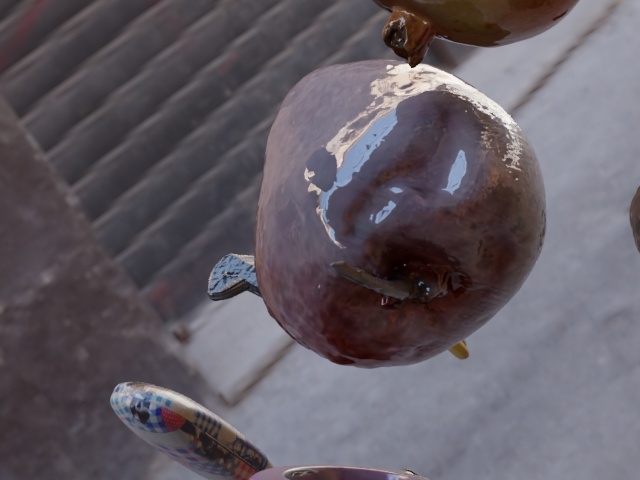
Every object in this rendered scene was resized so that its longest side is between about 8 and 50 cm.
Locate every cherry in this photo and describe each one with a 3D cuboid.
[{"bbox_3d":[0.079,-0.042,1.726,0.326,0.291,0.335,-26,50,46],"label":"cherry"}]

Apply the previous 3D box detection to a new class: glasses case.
[{"bbox_3d":[-0.167,0.273,2.284,0.125,0.327,0.076,16,73,35],"label":"glasses case"}]

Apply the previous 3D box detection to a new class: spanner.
[{"bbox_3d":[0.000,0.000,2.157,0.325,0.026,0.093,-27,50,-12],"label":"spanner"}]

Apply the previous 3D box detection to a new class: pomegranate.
[{"bbox_3d":[0.138,-0.292,1.604,0.270,0.252,0.229,-57,-21,1],"label":"pomegranate"}]

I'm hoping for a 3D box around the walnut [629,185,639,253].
[{"bbox_3d":[0.395,-0.027,1.516,0.224,0.224,0.224,-30,20,12],"label":"walnut"}]

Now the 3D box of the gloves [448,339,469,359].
[{"bbox_3d":[0.109,0.096,2.339,0.116,0.294,0.133,-40,48,21],"label":"gloves"}]

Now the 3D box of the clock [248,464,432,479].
[{"bbox_3d":[0.025,0.280,1.672,0.227,0.090,0.248,5,0,32],"label":"clock"}]
